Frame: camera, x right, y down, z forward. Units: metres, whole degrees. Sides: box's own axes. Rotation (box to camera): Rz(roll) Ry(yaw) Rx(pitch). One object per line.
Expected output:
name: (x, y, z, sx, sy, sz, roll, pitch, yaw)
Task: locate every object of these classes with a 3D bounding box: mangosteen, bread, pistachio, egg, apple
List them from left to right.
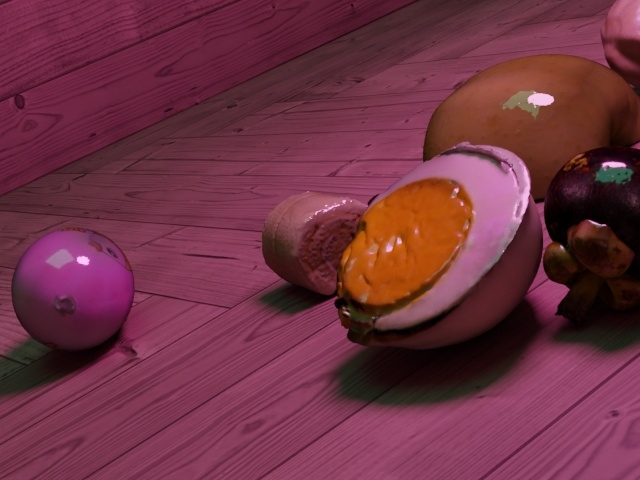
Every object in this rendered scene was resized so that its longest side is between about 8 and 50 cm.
egg: (-0.394, 0.074, 1.907, 0.196, 0.196, 0.271, -24, 16, -15)
bread: (0.000, 0.000, 1.798, 0.148, 0.134, 0.141, -39, 22, -16)
egg: (0.163, 0.039, 1.459, 0.264, 0.174, 0.286, -6, 45, 44)
apple: (0.342, -0.163, 2.005, 0.360, 0.312, 0.320, -3, -21, 41)
mangosteen: (0.341, 0.001, 1.384, 0.192, 0.192, 0.217, 7, 70, 56)
pistachio: (0.633, -0.371, 2.134, 0.226, 0.208, 0.331, 12, 17, 42)
